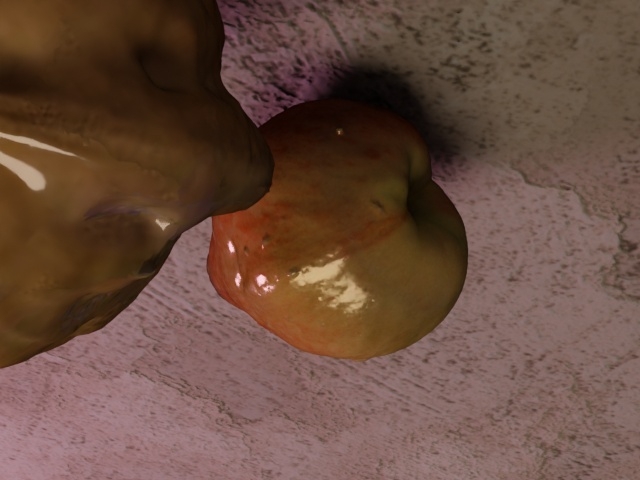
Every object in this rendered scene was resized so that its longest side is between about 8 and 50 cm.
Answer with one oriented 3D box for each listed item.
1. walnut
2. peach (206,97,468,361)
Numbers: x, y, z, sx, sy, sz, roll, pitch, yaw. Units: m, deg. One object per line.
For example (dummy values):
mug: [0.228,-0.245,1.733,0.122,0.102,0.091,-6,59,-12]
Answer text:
walnut: [-0.208,-0.100,1.035,0.383,0.384,0.383,6,147,4]
peach: [0.000,0.000,1.280,0.232,0.232,0.232,6,147,4]
